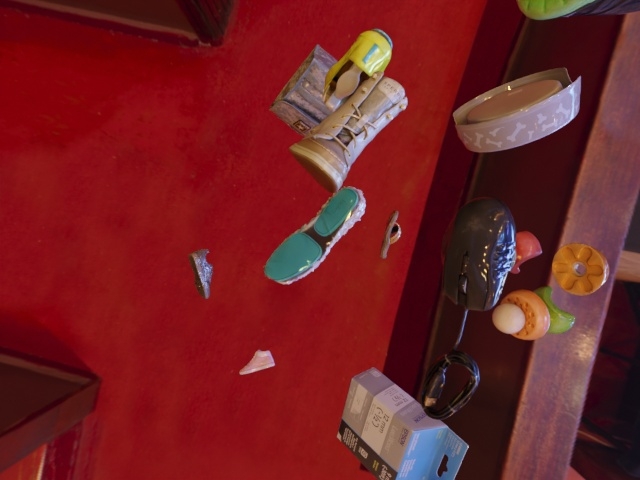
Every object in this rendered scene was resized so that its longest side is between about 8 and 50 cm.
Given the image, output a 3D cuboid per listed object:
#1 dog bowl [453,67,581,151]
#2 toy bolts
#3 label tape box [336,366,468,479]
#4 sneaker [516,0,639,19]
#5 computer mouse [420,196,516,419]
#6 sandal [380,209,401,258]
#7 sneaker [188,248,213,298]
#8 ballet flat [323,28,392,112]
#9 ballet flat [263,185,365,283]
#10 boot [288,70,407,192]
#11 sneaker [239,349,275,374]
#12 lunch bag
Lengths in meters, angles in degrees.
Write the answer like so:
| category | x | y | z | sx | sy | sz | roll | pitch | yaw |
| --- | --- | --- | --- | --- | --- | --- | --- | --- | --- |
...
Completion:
| category | x | y | z | sx | sy | sz | roll | pitch | yaw |
| --- | --- | --- | --- | --- | --- | --- | --- | --- | --- |
| dog bowl | 0.559 | -0.370 | 1.167 | 0.349 | 0.348 | 0.102 | -27 | 112 | 1 |
| toy bolts | 0.412 | 0.064 | 0.822 | 0.159 | 0.218 | 0.228 | -3 | 46 | -25 |
| label tape box | 0.221 | 0.586 | 1.189 | 0.115 | 0.348 | 0.248 | -8 | 119 | -40 |
| sneaker | 0.511 | -0.412 | 0.510 | 0.203 | 0.483 | 0.185 | -18 | 113 | -33 |
| computer mouse | 0.138 | 0.075 | 0.408 | 0.071 | 0.041 | 0.241 | 18 | 103 | 42 |
| sandal | 0.218 | -0.017 | 1.232 | 0.049 | 0.072 | 0.180 | 11 | 128 | 6 |
| sneaker | -0.404 | 0.118 | 1.425 | 0.071 | 0.066 | 0.188 | -28 | 126 | -37 |
| ballet flat | 0.042 | -0.255 | 0.669 | 0.077 | 0.231 | 0.077 | 33 | 76 | -10 |
| ballet flat | 0.000 | 0.000 | 1.318 | 0.409 | 0.147 | 0.147 | -43 | 90 | 1 |
| boot | 0.043 | -0.147 | 0.531 | 0.165 | 0.213 | 0.077 | -42 | 104 | 7 |
| sneaker | -0.234 | 0.435 | 1.459 | 0.135 | 0.051 | 0.070 | -20 | 76 | 9 |
| lunch bag | -0.014 | -0.482 | 1.422 | 0.236 | 0.168 | 0.287 | 31 | 129 | -23 |
